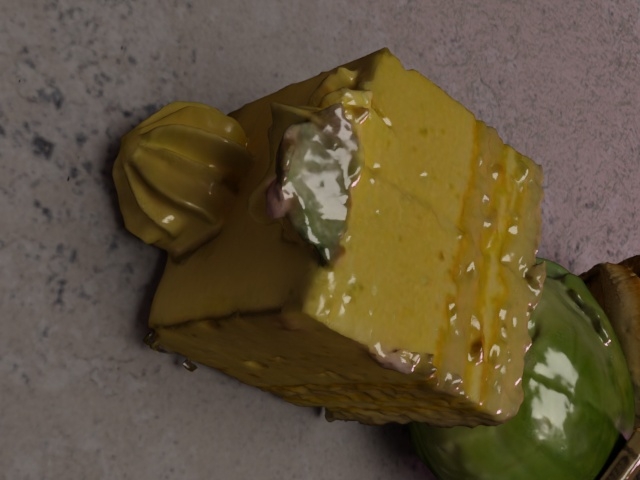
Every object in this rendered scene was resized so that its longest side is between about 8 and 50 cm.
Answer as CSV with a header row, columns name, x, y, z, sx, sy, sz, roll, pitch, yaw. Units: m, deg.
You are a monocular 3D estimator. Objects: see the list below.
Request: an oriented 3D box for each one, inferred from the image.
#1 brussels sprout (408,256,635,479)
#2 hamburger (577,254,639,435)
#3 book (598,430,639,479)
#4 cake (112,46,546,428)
name,x,y,z,sx,sy,sz,roll,pitch,yaw
brussels sprout,0.178,0.133,0.889,0.244,0.244,0.244,7,80,-40
hamburger,0.322,0.117,1.007,0.108,0.214,0.213,-5,87,-13
book,0.211,0.329,0.877,0.310,0.021,0.217,-50,146,-10
cake,0.000,0.000,0.738,0.286,0.227,0.222,29,62,-36
